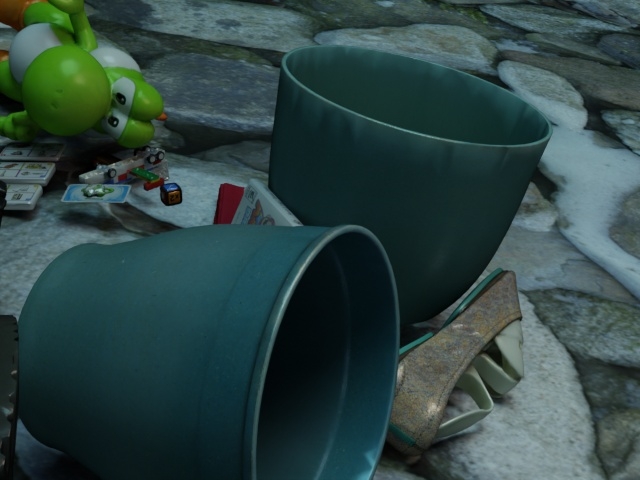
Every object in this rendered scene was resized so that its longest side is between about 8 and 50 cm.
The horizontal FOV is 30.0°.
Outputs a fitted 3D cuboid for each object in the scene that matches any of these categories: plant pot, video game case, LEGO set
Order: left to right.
[{"bbox_3d":[-0.285,-0.066,1.468,0.244,0.060,0.182,0,27,2],"label":"LEGO set"},{"bbox_3d":[-0.102,0.109,0.989,0.255,0.271,0.271,7,23,24],"label":"plant pot"},{"bbox_3d":[-0.065,0.037,1.224,0.019,0.157,0.143,10,24,-36],"label":"video game case"},{"bbox_3d":[0.074,-0.052,1.288,0.293,0.235,0.293,13,23,-5],"label":"plant pot"}]

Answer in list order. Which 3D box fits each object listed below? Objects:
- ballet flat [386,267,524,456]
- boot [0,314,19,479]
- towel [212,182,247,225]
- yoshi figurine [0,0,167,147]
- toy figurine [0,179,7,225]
[{"bbox_3d":[0.145,0.130,1.225,0.106,0.107,0.316,43,41,13],"label":"ballet flat"},{"bbox_3d":[-0.296,0.138,0.613,0.260,0.131,0.348,8,26,-9],"label":"boot"},{"bbox_3d":[0.000,0.000,1.462,0.275,0.031,0.199,11,25,-7],"label":"towel"},{"bbox_3d":[-0.357,-0.227,1.557,0.203,0.203,0.362,-33,44,-28],"label":"yoshi figurine"},{"bbox_3d":[-0.429,-0.012,1.145,0.209,0.148,0.213,38,37,17],"label":"toy figurine"}]
